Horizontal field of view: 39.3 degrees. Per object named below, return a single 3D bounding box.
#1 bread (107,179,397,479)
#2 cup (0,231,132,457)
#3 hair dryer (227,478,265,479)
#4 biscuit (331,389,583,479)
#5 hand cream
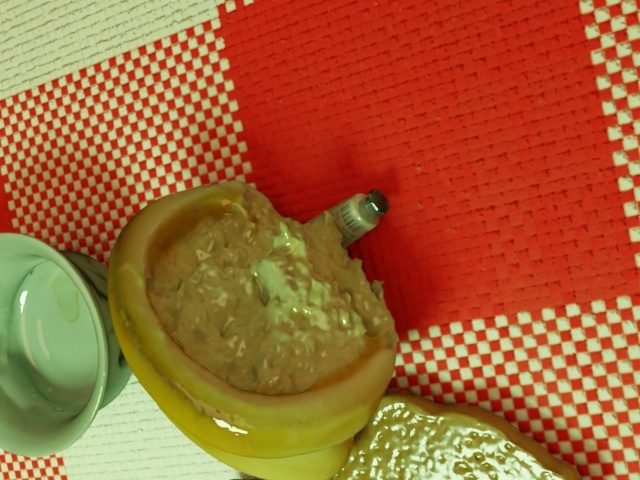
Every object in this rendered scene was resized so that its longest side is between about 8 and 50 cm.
[{"bbox_3d":[-0.091,0.112,1.207,0.329,0.245,0.424,-38,63,-14],"label":"bread"},{"bbox_3d":[-0.423,0.151,1.421,0.347,0.163,0.347,4,98,28],"label":"cup"},{"bbox_3d":[-0.073,0.290,1.309,0.195,0.054,0.220,-15,74,43],"label":"hair dryer"},{"bbox_3d":[0.175,0.364,1.188,0.352,0.057,0.311,6,99,29],"label":"biscuit"},{"bbox_3d":[0.000,0.000,1.252,0.234,0.050,0.080,-33,81,35],"label":"hand cream"}]
